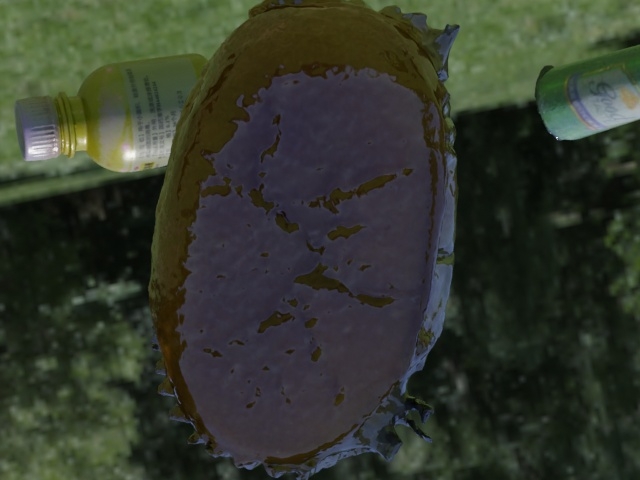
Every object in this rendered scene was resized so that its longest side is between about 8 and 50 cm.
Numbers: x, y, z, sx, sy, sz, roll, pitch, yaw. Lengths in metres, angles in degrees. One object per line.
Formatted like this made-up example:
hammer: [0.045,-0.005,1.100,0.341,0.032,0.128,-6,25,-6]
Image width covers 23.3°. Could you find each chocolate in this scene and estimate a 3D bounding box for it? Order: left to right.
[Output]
chocolate: [0.413,-0.205,1.989,0.110,0.110,0.291,-14,180,-41]

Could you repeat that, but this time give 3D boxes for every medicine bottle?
medicine bottle: [-0.221,-0.133,1.691,0.212,0.122,0.122,-9,-179,-17]

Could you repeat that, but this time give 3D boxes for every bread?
bread: [-0.013,0.000,1.246,0.236,0.388,0.183,5,-177,13]
